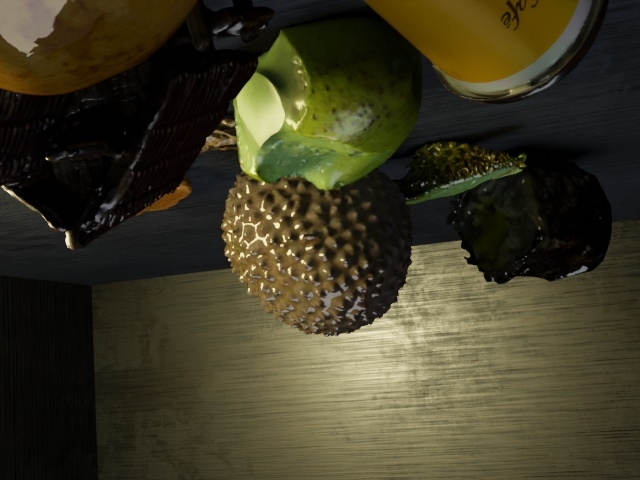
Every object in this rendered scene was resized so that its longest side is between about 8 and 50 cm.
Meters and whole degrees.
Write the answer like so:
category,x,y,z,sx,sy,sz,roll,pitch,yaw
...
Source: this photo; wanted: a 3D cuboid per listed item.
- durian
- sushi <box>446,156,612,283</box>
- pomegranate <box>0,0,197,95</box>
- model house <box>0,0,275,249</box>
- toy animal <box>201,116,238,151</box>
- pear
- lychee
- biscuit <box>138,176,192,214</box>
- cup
category,x,y,z,sx,sy,sz,roll,pitch,yaw
durian,0.263,-0.149,1.615,0.375,0.106,0.132,-12,167,36
sushi,0.496,-0.053,1.793,0.294,0.299,0.281,-2,144,-33
pomegranate,-0.169,-0.222,0.433,0.264,0.264,0.264,-5,171,-1
model house,-0.216,-0.133,0.685,0.297,0.282,0.317,1,-164,17
toy animal,-0.232,-0.178,1.349,0.276,0.054,0.149,-7,176,4
pear,0.037,-0.186,1.060,0.287,0.176,0.282,0,168,-34
lychee,0.000,0.000,1.557,0.432,0.380,0.380,24,161,-20
biscuit,-0.435,-0.116,1.648,0.269,0.051,0.376,4,167,-31
cup,0.130,-0.249,0.689,0.196,0.196,0.280,-12,160,40
